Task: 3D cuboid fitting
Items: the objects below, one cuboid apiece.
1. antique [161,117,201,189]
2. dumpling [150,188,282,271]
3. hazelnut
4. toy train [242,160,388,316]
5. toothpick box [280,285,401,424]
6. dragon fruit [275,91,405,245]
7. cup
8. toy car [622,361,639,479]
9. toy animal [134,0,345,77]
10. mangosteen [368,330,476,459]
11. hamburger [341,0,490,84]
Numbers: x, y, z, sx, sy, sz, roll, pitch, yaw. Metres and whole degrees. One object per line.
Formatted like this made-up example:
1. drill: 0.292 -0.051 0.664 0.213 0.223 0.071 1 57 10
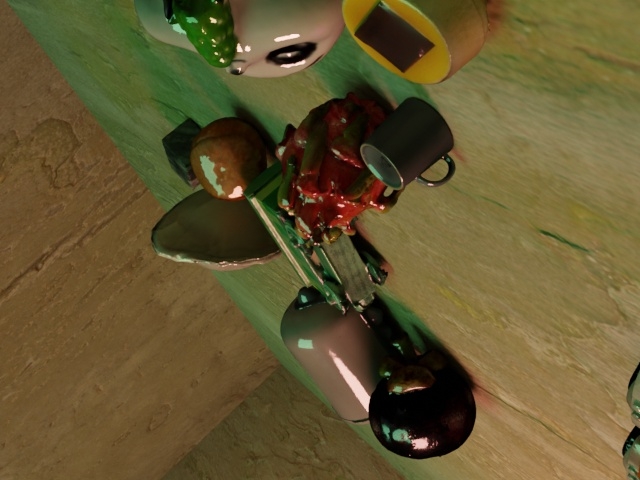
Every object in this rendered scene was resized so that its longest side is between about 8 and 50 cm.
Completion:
1. antique: -0.305 -0.199 1.774 0.086 0.088 0.183 47 166 9
2. dumpling: -0.168 -0.018 1.552 0.260 0.181 0.341 15 177 21
3. hazelnut: -0.166 -0.151 1.378 0.150 0.150 0.150 44 166 14
4. toy train: 0.000 0.000 1.339 0.202 0.120 0.301 37 163 49
5. toothpick box: 0.056 0.215 1.602 0.316 0.229 0.229 55 164 -22
6. dragon fruit: 0.018 -0.084 0.930 0.160 0.172 0.166 41 166 25
7. cup: 0.102 -0.097 0.839 0.100 0.077 0.078 46 166 5
8. toy car: 0.395 0.222 0.767 0.193 0.118 0.301 39 163 39
9. toy animal: -0.081 -0.260 0.674 0.212 0.212 0.267 37 159 38
10. mangosteen: 0.191 0.300 1.466 0.211 0.211 0.250 169 90 -74
11. hamburger: 0.077 -0.200 0.631 0.141 0.081 0.126 33 166 8
